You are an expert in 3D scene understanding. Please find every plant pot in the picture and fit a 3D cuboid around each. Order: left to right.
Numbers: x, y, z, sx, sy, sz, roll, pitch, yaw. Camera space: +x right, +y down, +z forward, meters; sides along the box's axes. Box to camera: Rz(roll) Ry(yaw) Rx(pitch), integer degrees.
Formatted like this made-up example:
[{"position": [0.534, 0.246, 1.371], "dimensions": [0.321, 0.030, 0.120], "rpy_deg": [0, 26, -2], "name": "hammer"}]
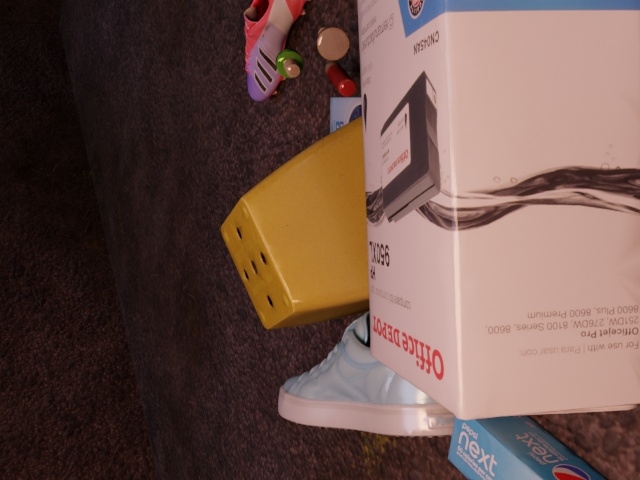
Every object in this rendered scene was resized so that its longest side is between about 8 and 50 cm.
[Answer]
[{"position": [0.000, 0.000, 0.986], "dimensions": [0.212, 0.187, 0.212], "rpy_deg": [64, 158, 6], "name": "plant pot"}]

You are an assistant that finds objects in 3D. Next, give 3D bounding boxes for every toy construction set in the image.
[{"position": [-0.007, -0.366, 1.061], "dimensions": [0.237, 0.257, 0.309], "rpy_deg": [-111, 17, -65], "name": "toy construction set"}]

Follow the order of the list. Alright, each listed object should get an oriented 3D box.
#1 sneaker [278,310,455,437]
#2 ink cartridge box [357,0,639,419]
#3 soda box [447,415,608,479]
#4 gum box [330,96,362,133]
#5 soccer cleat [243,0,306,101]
[{"position": [0.063, 0.168, 1.048], "dimensions": [0.366, 0.135, 0.150], "rpy_deg": [-12, 73, 55], "name": "sneaker"}, {"position": [0.145, -0.067, 0.726], "dimensions": [0.285, 0.166, 0.395], "rpy_deg": [-169, 76, -80], "name": "ink cartridge box"}, {"position": [0.215, 0.241, 0.799], "dimensions": [0.210, 0.067, 0.071], "rpy_deg": [39, 127, 57], "name": "soda box"}, {"position": [0.071, -0.112, 1.075], "dimensions": [0.184, 0.041, 0.157], "rpy_deg": [18, 110, 62], "name": "gum box"}, {"position": [-0.093, -0.331, 1.318], "dimensions": [0.248, 0.095, 0.083], "rpy_deg": [-62, 40, 45], "name": "soccer cleat"}]
